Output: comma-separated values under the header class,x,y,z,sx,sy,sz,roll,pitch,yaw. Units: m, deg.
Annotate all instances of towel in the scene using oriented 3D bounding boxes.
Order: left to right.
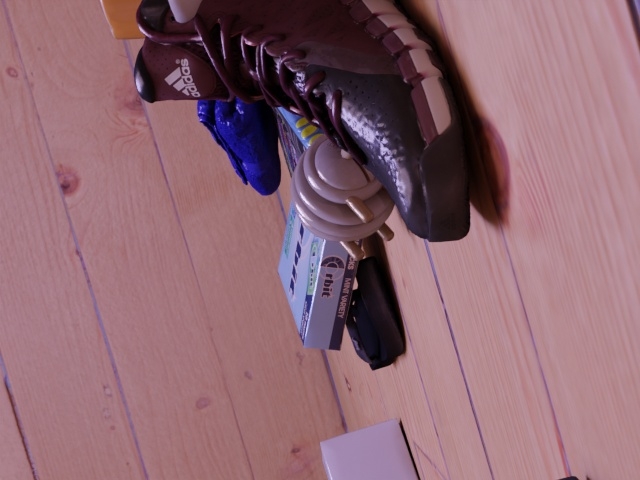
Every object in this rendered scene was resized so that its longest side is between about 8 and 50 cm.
class,x,y,z,sx,sy,sz,roll,pitch,yaw
towel,-0.108,-0.205,1.540,0.308,0.076,0.227,71,-164,-75

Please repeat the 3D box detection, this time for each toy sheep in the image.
class,x,y,z,sx,sy,sz,roll,pitch,yaw
toy sheep,0.019,-0.040,0.888,0.132,0.091,0.091,106,150,-56

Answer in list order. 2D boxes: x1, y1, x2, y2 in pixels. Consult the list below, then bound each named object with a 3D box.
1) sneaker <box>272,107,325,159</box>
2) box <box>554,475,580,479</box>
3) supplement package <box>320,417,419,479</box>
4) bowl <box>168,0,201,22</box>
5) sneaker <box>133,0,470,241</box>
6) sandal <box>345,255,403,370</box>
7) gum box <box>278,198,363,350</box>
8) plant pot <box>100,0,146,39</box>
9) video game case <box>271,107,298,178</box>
class,x,y,z,sx,sy,sz,roll,pitch,yaw
sneaker,-0.011,-0.111,1.111,0.188,0.067,0.078,-115,16,-49
box,0.140,0.241,0.493,0.183,0.059,0.232,-135,28,-79
supplement package,0.064,0.305,1.482,0.179,0.105,0.105,87,166,-72
bowl,-0.044,-0.254,0.483,0.298,0.134,0.297,163,90,-88
sneaker,-0.022,-0.086,0.670,0.106,0.163,0.281,78,175,-45
sandal,0.047,0.092,1.216,0.254,0.055,0.097,84,169,-69
gum box,0.000,0.000,1.169,0.184,0.041,0.156,-114,33,-65
plant pot,-0.118,-0.272,1.069,0.205,0.188,0.205,164,90,-86
video game case,-0.033,-0.156,1.405,0.232,0.042,0.210,80,174,-58
